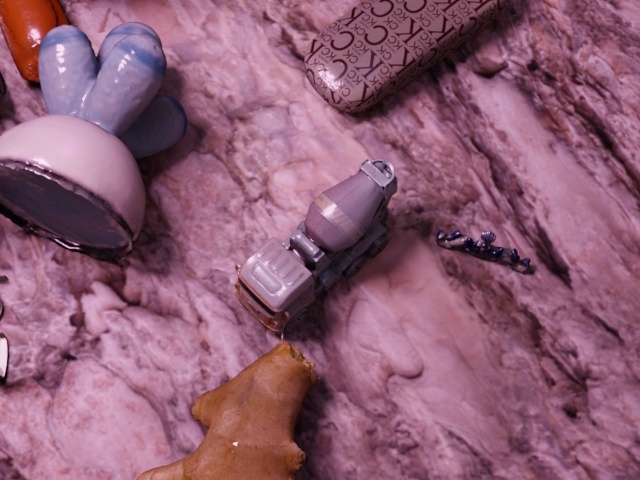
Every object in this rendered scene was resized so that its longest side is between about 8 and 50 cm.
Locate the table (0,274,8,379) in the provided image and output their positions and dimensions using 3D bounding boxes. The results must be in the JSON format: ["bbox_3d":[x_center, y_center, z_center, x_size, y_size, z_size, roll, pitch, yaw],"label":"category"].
[{"bbox_3d":[-0.511,0.115,1.338,0.175,0.062,0.146,-5,67,-1],"label":"table"}]

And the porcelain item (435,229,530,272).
[{"bbox_3d":[0.230,0.004,1.397,0.136,0.075,0.021,18,66,7],"label":"porcelain item"}]

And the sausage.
[{"bbox_3d":[-0.462,-0.388,1.537,0.102,0.102,0.330,-21,69,-10],"label":"sausage"}]

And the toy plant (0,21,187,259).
[{"bbox_3d":[-0.302,-0.168,1.382,0.247,0.247,0.332,17,65,6],"label":"toy plant"}]

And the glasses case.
[{"bbox_3d":[0.133,-0.326,1.531,0.354,0.085,0.137,-36,71,-16],"label":"glasses case"}]

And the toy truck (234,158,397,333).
[{"bbox_3d":[0.000,0.000,1.357,0.256,0.140,0.108,-41,74,-17],"label":"toy truck"}]

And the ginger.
[{"bbox_3d":[-0.115,0.309,1.259,0.236,0.166,0.376,-21,37,27],"label":"ginger"}]

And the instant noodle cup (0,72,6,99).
[{"bbox_3d":[-0.609,-0.286,1.402,0.214,0.296,0.296,-28,70,-4],"label":"instant noodle cup"}]
